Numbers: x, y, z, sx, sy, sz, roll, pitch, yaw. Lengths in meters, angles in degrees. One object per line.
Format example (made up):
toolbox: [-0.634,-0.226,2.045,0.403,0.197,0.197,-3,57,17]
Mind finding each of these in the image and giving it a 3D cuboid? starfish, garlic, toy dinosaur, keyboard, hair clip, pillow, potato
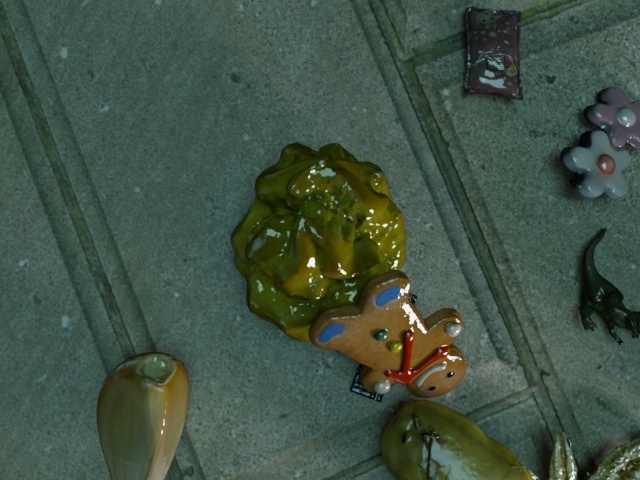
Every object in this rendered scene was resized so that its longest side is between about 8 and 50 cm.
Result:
starfish: [0.494,0.552,1.007,0.323,0.082,0.433,11,79,-8]
garlic: [-0.286,0.298,0.923,0.145,0.164,0.245,7,90,-21]
toy dinosaur: [0.554,0.100,1.089,0.187,0.087,0.179,40,45,-16]
keyboard: [0.116,0.187,1.042,0.061,0.013,0.205,21,83,-2]
hair clip: [0.547,-0.182,1.090,0.146,0.075,0.257,34,78,3]
pillow: [0.331,-0.358,1.098,0.117,0.043,0.185,4,81,2]
potato: [0.242,0.402,0.971,0.300,0.140,0.173,36,78,3]

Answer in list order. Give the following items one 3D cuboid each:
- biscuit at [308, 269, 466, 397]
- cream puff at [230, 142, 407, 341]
biscuit: [0.142,0.179,0.944,0.205,0.049,0.324,-37,128,10]
cream puff: [0.000,0.002,0.932,0.291,0.257,0.325,28,83,2]
